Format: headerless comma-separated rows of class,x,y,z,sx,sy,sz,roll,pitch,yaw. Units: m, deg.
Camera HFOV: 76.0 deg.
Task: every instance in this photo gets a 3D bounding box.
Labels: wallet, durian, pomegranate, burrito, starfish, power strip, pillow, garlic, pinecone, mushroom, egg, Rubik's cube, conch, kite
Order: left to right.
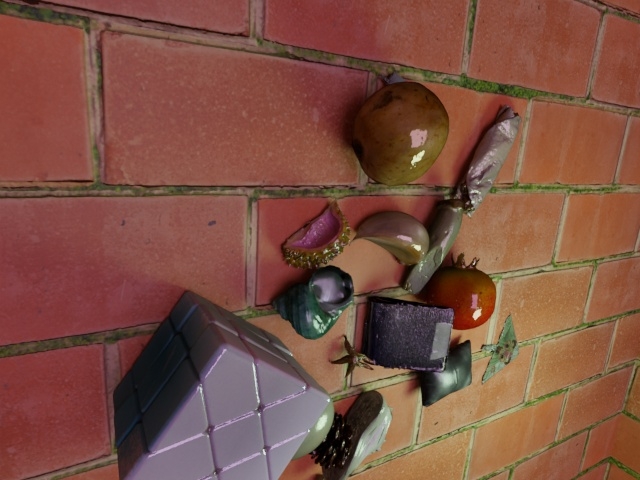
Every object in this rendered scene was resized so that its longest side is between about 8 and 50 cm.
Rubik's cube,-0.235,0.357,0.934,0.319,0.316,0.321,38,85,-32
egg,-0.077,0.499,1.135,0.253,0.187,0.186,-23,114,-26
conch,-0.025,0.170,1.111,0.203,0.134,0.196,6,69,-27
durian,0.001,-0.001,1.102,0.132,0.165,0.182,44,50,8
pinecone,0.017,0.602,1.245,0.174,0.174,0.173,-8,108,-27
starfish,0.091,0.354,1.253,0.133,0.041,0.130,-17,90,-4
garlic,0.220,-0.007,1.210,0.245,0.145,0.164,21,124,-30
pomegranate,0.199,-0.266,1.039,0.261,0.260,0.260,-8,108,-27
wallet,0.269,0.293,1.279,0.263,0.071,0.220,6,101,9
power strip,0.259,-0.405,1.165,0.253,0.027,0.060,20,94,-32
mushroom,0.360,0.018,1.293,0.087,0.107,0.333,25,91,-12
pillow,0.461,0.477,1.479,0.250,0.106,0.185,-12,103,-28
pomegranate,0.459,0.164,1.335,0.221,0.221,0.256,-2,97,-29
burrito,0.549,-0.266,1.341,0.117,0.076,0.392,32,85,-25
kite,0.749,0.457,1.690,0.268,0.013,0.322,20,93,-32

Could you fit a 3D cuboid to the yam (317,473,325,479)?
yam,0.062,0.857,1.396,0.056,0.057,0.241,-48,123,-9

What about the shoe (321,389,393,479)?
shoe,0.140,0.653,1.345,0.159,0.124,0.316,39,83,-38
